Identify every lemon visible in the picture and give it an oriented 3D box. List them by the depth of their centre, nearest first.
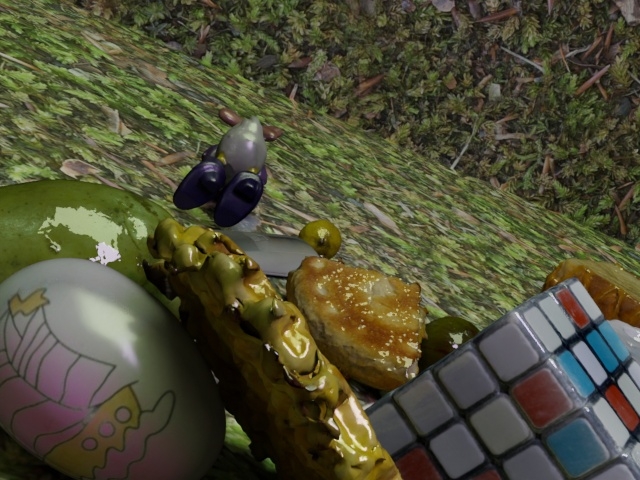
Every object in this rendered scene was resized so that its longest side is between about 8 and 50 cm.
[{"bbox_3d":[0.000,0.000,1.845,0.082,0.082,0.111,30,13,10],"label":"lemon"}]

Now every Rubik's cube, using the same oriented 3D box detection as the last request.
[{"bbox_3d":[0.245,0.226,1.142,0.253,0.259,0.256,55,27,12],"label":"Rubik's cube"}]

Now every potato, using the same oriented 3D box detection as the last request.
[{"bbox_3d":[-0.290,0.028,1.130,0.304,0.215,0.216,19,18,-35],"label":"potato"}]

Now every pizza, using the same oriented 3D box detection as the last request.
[{"bbox_3d":[0.076,0.127,1.518,0.226,0.086,0.335,-15,38,-31],"label":"pizza"}]

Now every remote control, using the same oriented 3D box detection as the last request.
[{"bbox_3d":[-0.122,0.012,1.671,0.313,0.055,0.109,8,26,-46],"label":"remote control"}]

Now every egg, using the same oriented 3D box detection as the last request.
[{"bbox_3d":[-0.217,0.138,0.941,0.271,0.196,0.196,49,22,12],"label":"egg"}]

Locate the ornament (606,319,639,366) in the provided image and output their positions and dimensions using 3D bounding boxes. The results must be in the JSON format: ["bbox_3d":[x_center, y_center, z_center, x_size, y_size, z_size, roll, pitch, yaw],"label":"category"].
[{"bbox_3d":[0.433,0.270,1.376,0.240,0.239,0.239,21,17,-9],"label":"ornament"}]

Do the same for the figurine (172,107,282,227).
[{"bbox_3d":[-0.168,-0.162,1.882,0.154,0.193,0.421,22,13,-6],"label":"figurine"}]

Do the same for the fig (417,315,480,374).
[{"bbox_3d":[0.164,0.172,1.583,0.236,0.124,0.124,14,4,44],"label":"fig"}]

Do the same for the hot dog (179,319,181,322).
[{"bbox_3d":[-0.216,0.074,1.379,0.144,0.038,0.062,38,21,33],"label":"hot dog"}]

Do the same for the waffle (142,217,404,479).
[{"bbox_3d":[-0.042,0.146,0.949,0.382,0.095,0.380,62,-15,-22],"label":"waffle"}]

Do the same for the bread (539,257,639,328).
[{"bbox_3d":[0.508,0.201,1.691,0.207,0.279,0.279,6,29,-45],"label":"bread"}]
